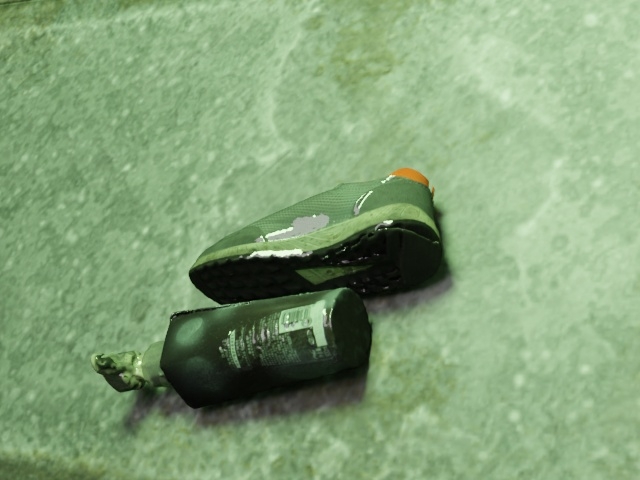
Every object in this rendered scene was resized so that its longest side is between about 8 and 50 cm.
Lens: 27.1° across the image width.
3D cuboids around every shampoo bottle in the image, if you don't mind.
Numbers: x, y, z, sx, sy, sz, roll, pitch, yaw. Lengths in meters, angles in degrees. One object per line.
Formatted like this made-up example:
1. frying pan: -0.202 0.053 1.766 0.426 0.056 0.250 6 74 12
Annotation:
1. shampoo bottle: -0.067 0.078 0.943 0.207 0.063 0.057 -14 46 29

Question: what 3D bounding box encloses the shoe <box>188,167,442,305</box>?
1. shoe: -0.001 0.000 0.948 0.194 0.074 0.077 -12 44 26
